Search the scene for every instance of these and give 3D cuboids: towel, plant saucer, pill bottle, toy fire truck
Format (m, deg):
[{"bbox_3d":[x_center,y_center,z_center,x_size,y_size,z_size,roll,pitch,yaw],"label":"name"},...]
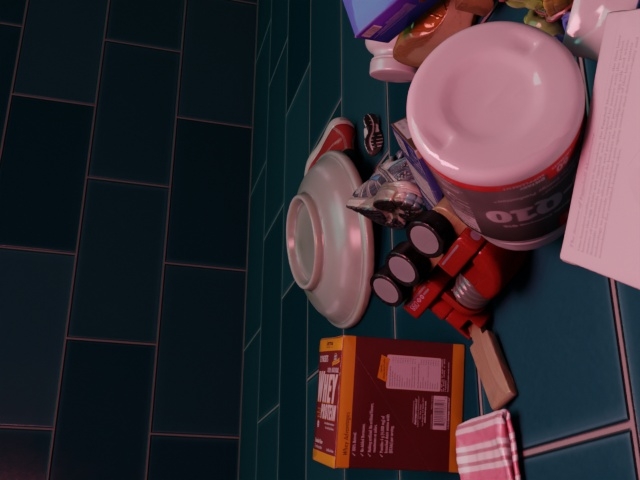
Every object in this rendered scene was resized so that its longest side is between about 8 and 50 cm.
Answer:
[{"bbox_3d":[0.218,0.326,1.054,0.144,0.029,0.197,127,143,-63],"label":"towel"},{"bbox_3d":[0.000,0.000,1.796,0.400,0.101,0.400,176,90,-71],"label":"plant saucer"},{"bbox_3d":[0.199,-0.090,0.846,0.283,0.161,0.161,39,-130,-64],"label":"pill bottle"},{"bbox_3d":[0.145,-0.409,1.492,0.121,0.121,0.216,174,103,-76],"label":"pill bottle"},{"bbox_3d":[0.204,0.076,1.081,0.158,0.246,0.217,-43,-11,-35],"label":"toy fire truck"}]

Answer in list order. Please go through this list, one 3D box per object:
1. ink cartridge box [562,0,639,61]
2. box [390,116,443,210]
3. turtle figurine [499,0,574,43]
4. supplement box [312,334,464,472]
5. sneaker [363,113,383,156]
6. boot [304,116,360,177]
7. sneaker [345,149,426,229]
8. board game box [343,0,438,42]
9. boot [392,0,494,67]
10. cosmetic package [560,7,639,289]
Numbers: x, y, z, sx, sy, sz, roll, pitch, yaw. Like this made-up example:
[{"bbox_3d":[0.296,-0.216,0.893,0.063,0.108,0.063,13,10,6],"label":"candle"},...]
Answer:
[{"bbox_3d":[0.305,-0.226,0.789,0.062,0.181,0.104,23,112,30],"label":"ink cartridge box"},{"bbox_3d":[0.179,-0.070,1.233,0.136,0.037,0.225,-114,-2,-63],"label":"box"},{"bbox_3d":[0.228,-0.374,0.928,0.266,0.198,0.274,88,173,-53],"label":"turtle figurine"},{"bbox_3d":[0.102,0.248,1.231,0.129,0.194,0.191,149,126,-73],"label":"supplement box"},{"bbox_3d":[0.113,-0.220,1.731,0.043,0.040,0.109,88,-178,-55],"label":"sneaker"},{"bbox_3d":[0.026,-0.149,1.938,0.244,0.088,0.176,115,155,-43],"label":"boot"},{"bbox_3d":[0.139,-0.096,1.485,0.122,0.110,0.283,-68,15,-9],"label":"sneaker"},{"bbox_3d":[0.152,-0.486,1.178,0.347,0.078,0.233,-32,69,44],"label":"board game box"},{"bbox_3d":[0.213,-0.424,1.314,0.295,0.104,0.211,148,133,-67],"label":"boot"},{"bbox_3d":[0.318,-0.064,0.624,0.225,0.138,0.224,-142,59,-72],"label":"cosmetic package"}]
